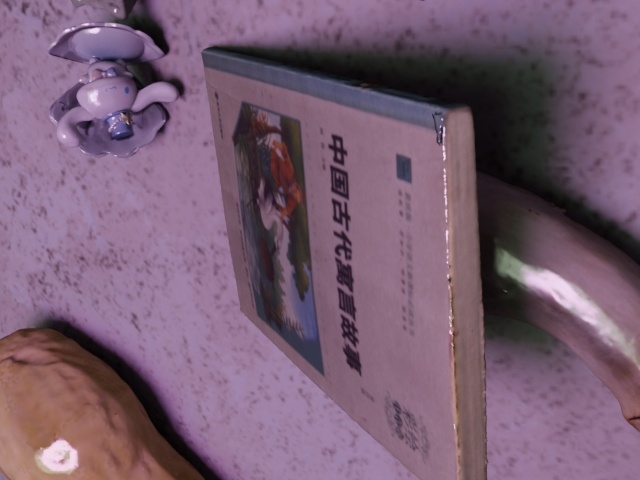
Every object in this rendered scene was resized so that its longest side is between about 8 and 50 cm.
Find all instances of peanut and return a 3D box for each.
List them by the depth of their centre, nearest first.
[{"bbox_3d":[-0.204,0.209,0.733,0.319,0.147,0.147,46,130,11],"label":"peanut"}]

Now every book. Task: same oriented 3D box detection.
[{"bbox_3d":[0.000,0.000,0.479,0.282,0.025,0.215,29,131,57],"label":"book"}]

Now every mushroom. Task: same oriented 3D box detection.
[{"bbox_3d":[0.133,0.031,0.449,0.223,0.081,0.092,29,108,17],"label":"mushroom"}]

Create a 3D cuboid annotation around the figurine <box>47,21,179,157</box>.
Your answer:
[{"bbox_3d":[-0.151,-0.106,0.579,0.082,0.094,0.086,152,117,-77],"label":"figurine"}]

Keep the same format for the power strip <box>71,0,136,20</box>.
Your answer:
[{"bbox_3d":[-0.145,-0.198,0.497,0.215,0.061,0.145,18,157,3],"label":"power strip"}]
